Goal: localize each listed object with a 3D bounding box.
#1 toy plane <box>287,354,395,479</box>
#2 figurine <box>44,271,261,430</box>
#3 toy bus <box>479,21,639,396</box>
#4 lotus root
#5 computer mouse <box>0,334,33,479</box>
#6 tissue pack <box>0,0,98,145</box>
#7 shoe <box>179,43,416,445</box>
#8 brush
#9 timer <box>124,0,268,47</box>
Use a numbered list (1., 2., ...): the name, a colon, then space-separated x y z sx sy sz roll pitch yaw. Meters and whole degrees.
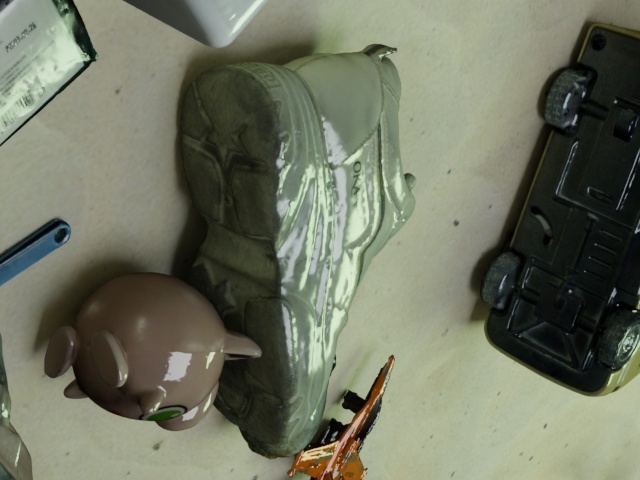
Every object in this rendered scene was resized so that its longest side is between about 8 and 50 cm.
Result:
1. toy plane: 0.021 0.196 1.506 0.135 0.062 0.188 27 80 -56
2. figurine: -0.130 0.085 1.158 0.138 0.125 0.125 2 114 -48
3. toy bus: 0.317 -0.031 1.591 0.202 0.177 0.365 -8 121 -56
4. lotus root: -0.030 0.121 1.358 0.088 0.088 0.165 -9 113 -49
5. computer mouse: -0.294 0.237 1.057 0.199 0.115 0.389 25 66 -41
6. tissue pack: -0.228 -0.099 0.920 0.170 0.090 0.103 -46 145 -20
7. shoe: 0.000 0.000 1.243 0.210 0.132 0.342 -25 127 -40
8. brush: -0.241 0.033 1.076 0.164 0.014 0.051 -38 142 -29
9. timer: -0.091 -0.261 0.874 0.195 0.194 0.192 -51 145 -12
